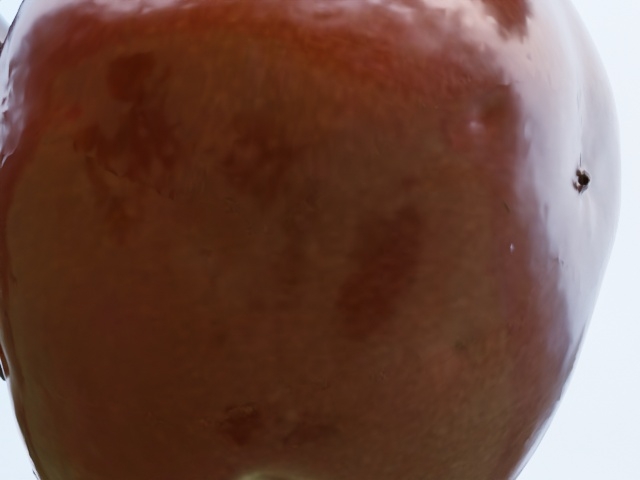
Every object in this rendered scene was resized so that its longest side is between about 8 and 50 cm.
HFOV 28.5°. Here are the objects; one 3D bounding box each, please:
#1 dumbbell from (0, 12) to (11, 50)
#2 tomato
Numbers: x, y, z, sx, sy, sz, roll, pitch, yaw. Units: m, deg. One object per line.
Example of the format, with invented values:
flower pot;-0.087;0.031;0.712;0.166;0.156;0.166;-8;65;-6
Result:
dumbbell;-0.190;-0.089;0.772;0.225;0.124;0.140;50;-10;5
tomato;0.000;0.000;0.589;0.272;0.341;0.341;-2;-45;16
